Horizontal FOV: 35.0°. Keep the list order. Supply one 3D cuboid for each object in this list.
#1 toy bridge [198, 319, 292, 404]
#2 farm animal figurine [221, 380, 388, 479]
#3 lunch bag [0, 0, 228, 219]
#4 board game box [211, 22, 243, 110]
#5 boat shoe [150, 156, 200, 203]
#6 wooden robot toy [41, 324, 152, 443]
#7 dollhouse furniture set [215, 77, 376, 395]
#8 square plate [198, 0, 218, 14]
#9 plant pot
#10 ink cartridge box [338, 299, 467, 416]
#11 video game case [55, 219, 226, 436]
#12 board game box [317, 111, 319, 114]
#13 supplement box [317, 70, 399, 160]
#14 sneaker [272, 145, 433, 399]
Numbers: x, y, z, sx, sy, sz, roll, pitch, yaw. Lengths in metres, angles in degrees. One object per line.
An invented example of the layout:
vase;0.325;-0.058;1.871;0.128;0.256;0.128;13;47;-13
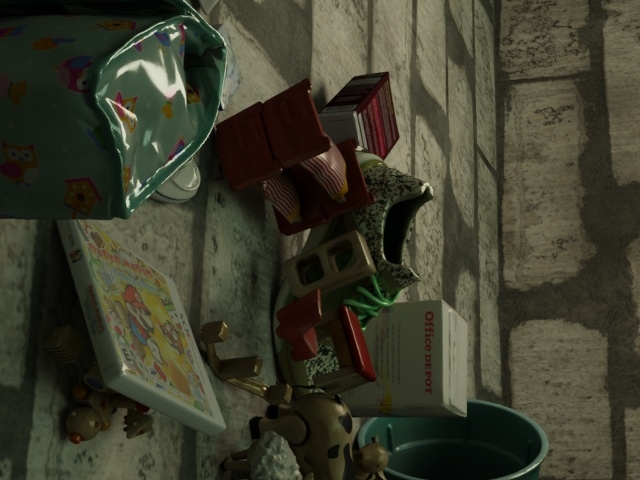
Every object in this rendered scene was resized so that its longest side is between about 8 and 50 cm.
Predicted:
toy bridge;-0.107;0.168;1.344;0.188;0.063;0.026;52;38;-43
farm animal figurine;0.016;0.354;1.481;0.330;0.172;0.327;-54;135;-60
lunch bag;-0.220;-0.132;0.885;0.262;0.223;0.160;-62;149;-56
board game box;-0.141;-0.239;1.401;0.090;0.020;0.090;-67;147;-50
boat shoe;-0.184;-0.104;1.181;0.226;0.076;0.083;41;49;-62
wooden robot toy;-0.228;0.168;1.031;0.079;0.076;0.173;-62;143;-37
dollhouse furniture set;0.000;0.000;1.390;0.201;0.152;0.374;42;28;-62
square plate;-0.152;-0.543;1.382;0.347;0.049;0.344;-74;152;-45
plant pot;0.243;0.512;1.876;0.341;0.341;0.334;-42;132;-65
ink cartridge box;0.116;0.203;1.690;0.168;0.232;0.171;36;53;-63
video game case;-0.188;0.091;1.081;0.206;0.026;0.227;65;10;30
board game box;0.014;-0.164;1.762;0.181;0.043;0.092;3;83;-69
supplement box;0.068;-0.193;1.742;0.239;0.073;0.130;-53;136;-59
sneaker;0.058;0.063;1.540;0.158;0.182;0.410;16;89;-50
